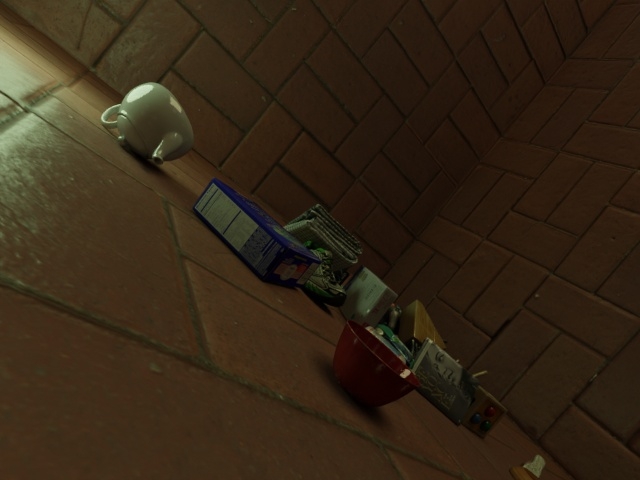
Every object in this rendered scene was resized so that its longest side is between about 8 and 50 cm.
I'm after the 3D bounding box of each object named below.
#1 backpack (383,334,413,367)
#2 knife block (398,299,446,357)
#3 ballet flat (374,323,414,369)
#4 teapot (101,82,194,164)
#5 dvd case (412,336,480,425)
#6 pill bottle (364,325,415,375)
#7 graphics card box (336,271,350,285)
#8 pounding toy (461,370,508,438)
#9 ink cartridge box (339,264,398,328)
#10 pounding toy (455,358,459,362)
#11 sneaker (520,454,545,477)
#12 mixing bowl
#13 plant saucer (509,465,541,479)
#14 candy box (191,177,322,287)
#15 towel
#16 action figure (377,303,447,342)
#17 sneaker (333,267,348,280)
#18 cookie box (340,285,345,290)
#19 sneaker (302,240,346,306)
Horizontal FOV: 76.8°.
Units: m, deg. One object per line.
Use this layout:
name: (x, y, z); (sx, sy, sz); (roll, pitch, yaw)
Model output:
backpack: (0.198, 0.320, 1.097); (0.105, 0.084, 0.114); (47, -20, 26)
knife block: (0.322, 0.346, 1.420); (0.241, 0.088, 0.276); (10, 46, -44)
ballet flat: (0.207, 0.334, 1.309); (0.087, 0.083, 0.247); (23, 8, -26)
teapot: (-0.530, -0.342, 1.231); (0.256, 0.187, 0.253); (-9, -64, 58)
dvd case: (0.385, 0.439, 1.276); (0.221, 0.164, 0.018); (40, -31, 5)
pill bottle: (0.152, 0.296, 0.998); (0.160, 0.087, 0.087); (42, 3, 27)
graphics card box: (-0.025, 0.080, 2.206); (0.370, 0.094, 0.233); (40, 2, -18)
pounding toy: (0.521, 0.527, 1.340); (0.206, 0.181, 0.094); (39, 3, -23)
ink cartridge box: (0.154, 0.208, 1.462); (0.065, 0.186, 0.311); (36, 3, -17)
pounding toy: (0.472, 0.503, 1.500); (0.130, 0.141, 0.100); (38, 2, -34)
sneaker: (0.684, 0.759, 1.327); (0.134, 0.070, 0.051); (-4, 45, -42)
mixing bowl: (0.091, 0.249, 0.778); (0.181, 0.098, 0.181); (39, 2, -2)
plant saucer: (0.644, 0.735, 1.166); (0.200, 0.037, 0.200); (39, 2, -2)
candy box: (-0.178, -0.013, 1.176); (0.317, 0.122, 0.268); (42, 4, 22)
towel: (0.000, 0.000, 1.609); (0.283, 0.121, 0.235); (42, -30, -18)
action figure: (0.337, 0.361, 1.671); (0.330, 0.178, 0.341); (43, 1, 4)
sneaker: (0.074, 0.130, 2.004); (0.124, 0.140, 0.340); (-1, -3, 25)
cookie box: (0.137, 0.266, 1.880); (0.107, 0.040, 0.091); (41, 3, 40)
sneaker: (-0.009, 0.102, 1.390); (0.134, 0.146, 0.343); (38, 4, -40)
